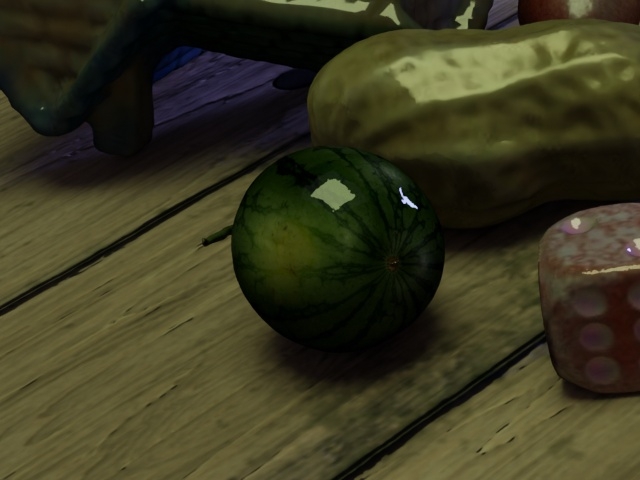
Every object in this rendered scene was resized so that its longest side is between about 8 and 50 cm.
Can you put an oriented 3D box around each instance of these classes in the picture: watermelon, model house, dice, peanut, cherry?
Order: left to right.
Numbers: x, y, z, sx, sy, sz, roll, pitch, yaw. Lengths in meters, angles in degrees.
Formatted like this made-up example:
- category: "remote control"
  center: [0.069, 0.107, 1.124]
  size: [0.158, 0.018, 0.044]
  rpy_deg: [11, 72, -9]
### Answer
- category: "model house"
  center: [-0.072, -0.287, 1.670]
  size: [0.445, 0.400, 0.395]
  rpy_deg: [7, 20, 20]
- category: "watermelon"
  center: [0.000, 0.000, 1.311]
  size: [0.141, 0.140, 0.187]
  rpy_deg: [-27, 26, -24]
- category: "peanut"
  center: [0.144, -0.086, 1.408]
  size: [0.313, 0.152, 0.152]
  rpy_deg: [-3, 29, 10]
- category: "cherry"
  center: [0.223, -0.194, 1.631]
  size: [0.106, 0.087, 0.126]
  rpy_deg: [-19, 25, -2]
- category: "dice"
  center: [0.188, 0.036, 1.208]
  size: [0.094, 0.093, 0.091]
  rpy_deg: [-9, 28, 11]
